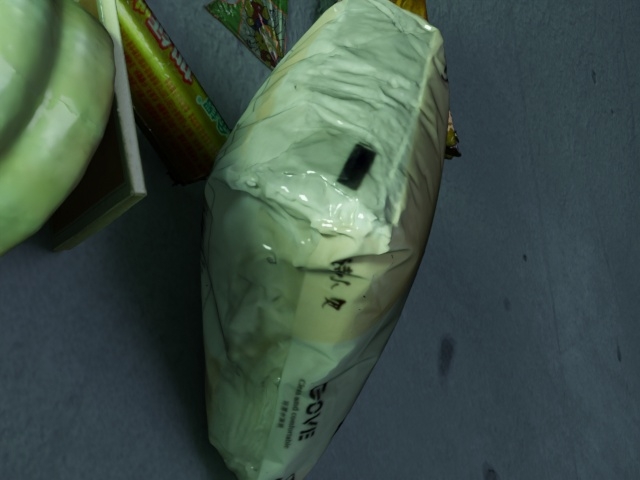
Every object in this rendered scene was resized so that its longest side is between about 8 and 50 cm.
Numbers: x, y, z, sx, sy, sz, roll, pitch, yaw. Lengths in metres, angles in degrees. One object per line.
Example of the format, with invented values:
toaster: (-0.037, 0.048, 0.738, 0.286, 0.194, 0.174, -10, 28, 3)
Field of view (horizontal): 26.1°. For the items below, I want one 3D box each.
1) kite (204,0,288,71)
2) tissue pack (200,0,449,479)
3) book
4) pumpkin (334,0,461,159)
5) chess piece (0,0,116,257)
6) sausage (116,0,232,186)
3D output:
kite: (-0.080, -0.288, 1.484, 0.198, 0.006, 0.244, -43, 115, -55)
tissue pack: (0.000, 0.000, 1.285, 0.390, 0.195, 0.376, -69, 172, -46)
book: (-0.182, -0.092, 1.048, 0.018, 0.241, 0.170, -7, 84, -24)
pumpkin: (0.074, -0.206, 1.646, 0.130, 0.149, 0.254, 145, -65, -79)
chess piece: (-0.349, -0.169, 0.805, 0.442, 0.234, 0.234, 38, 48, -40)
sausage: (-0.196, -0.211, 1.202, 0.371, 0.082, 0.082, 57, 36, -29)
